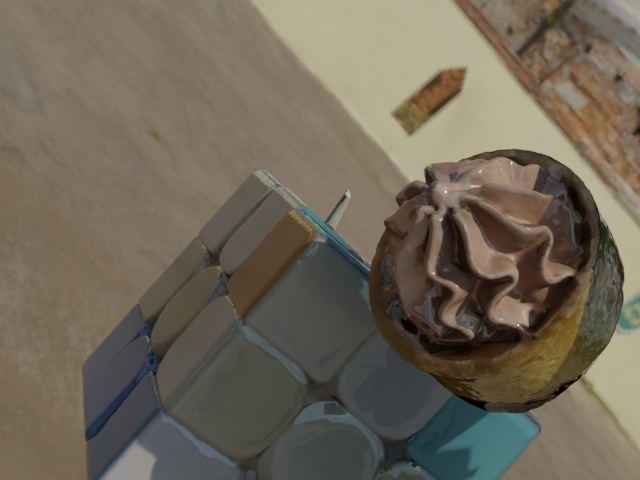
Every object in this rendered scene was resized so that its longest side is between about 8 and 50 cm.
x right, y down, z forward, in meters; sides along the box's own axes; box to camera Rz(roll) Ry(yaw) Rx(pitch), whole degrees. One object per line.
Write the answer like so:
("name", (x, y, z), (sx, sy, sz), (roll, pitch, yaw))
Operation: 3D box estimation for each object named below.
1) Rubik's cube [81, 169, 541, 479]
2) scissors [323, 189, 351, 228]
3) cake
("Rubik's cube", (-0.032, 0.176, 1.135), (0.346, 0.347, 0.344), (43, 0, -21))
("scissors", (0.000, 0.000, 1.380), (0.085, 0.176, 0.022), (2, 43, -36))
("cake", (0.116, 0.021, 0.768), (0.178, 0.208, 0.185), (29, 22, -43))
